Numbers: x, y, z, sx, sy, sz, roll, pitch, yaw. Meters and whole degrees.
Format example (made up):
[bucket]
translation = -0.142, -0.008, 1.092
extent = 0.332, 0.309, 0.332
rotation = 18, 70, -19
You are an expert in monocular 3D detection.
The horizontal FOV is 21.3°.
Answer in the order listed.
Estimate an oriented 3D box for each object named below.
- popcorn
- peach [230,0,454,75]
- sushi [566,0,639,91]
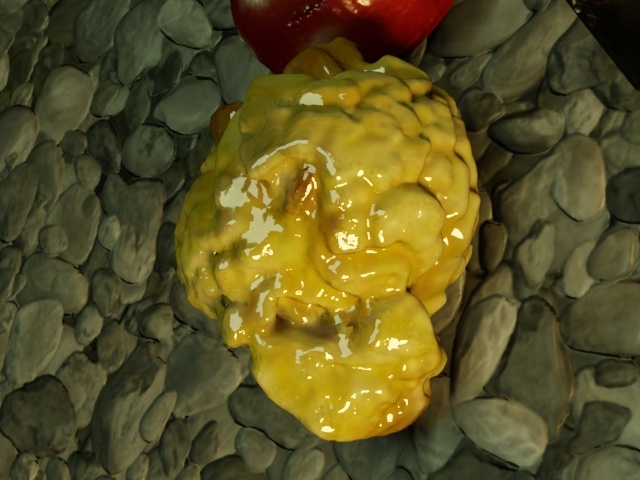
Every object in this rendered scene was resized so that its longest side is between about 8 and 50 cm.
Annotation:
[popcorn]
translation = 0.000, 0.000, 1.396
extent = 0.265, 0.225, 0.332
rotation = -11, 79, 32
[peach]
translation = 0.038, -0.243, 1.499
extent = 0.267, 0.159, 0.154
rotation = -35, 60, 23
[sushi]
translation = 0.261, -0.300, 1.233
extent = 0.329, 0.285, 0.328
rotation = -44, 51, 21
